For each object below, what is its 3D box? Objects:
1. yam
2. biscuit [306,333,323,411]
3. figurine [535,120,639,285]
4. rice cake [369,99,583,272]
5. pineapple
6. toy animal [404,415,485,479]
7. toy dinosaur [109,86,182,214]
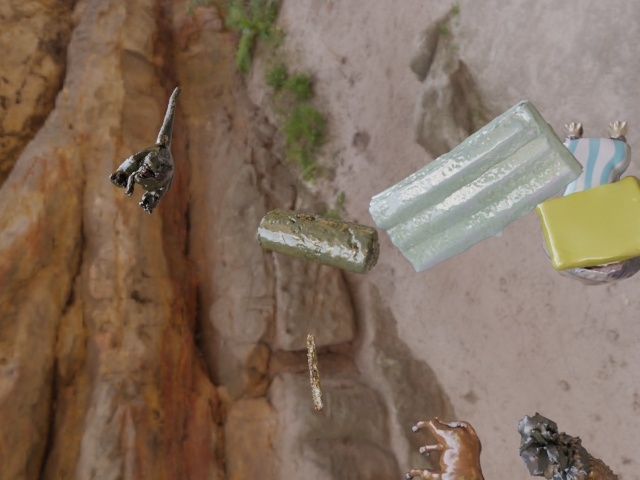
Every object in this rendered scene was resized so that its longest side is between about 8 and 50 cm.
[{"bbox_3d":[0.000,0.000,1.018,0.078,0.179,0.078,12,-90,-74],"label":"yam"},{"bbox_3d":[-0.015,0.357,1.776,0.126,0.025,0.206,88,175,-57],"label":"biscuit"},{"bbox_3d":[0.682,-0.058,1.703,0.377,0.266,0.362,36,-121,-67],"label":"figurine"},{"bbox_3d":[0.186,-0.060,0.825,0.237,0.127,0.043,-35,17,22],"label":"rice cake"},{"bbox_3d":[0.433,0.397,1.193,0.111,0.237,0.119,-45,17,1],"label":"pineapple"},{"bbox_3d":[0.208,0.380,0.993,0.229,0.066,0.224,-8,64,52],"label":"toy animal"},{"bbox_3d":[-0.220,-0.127,1.001,0.179,0.087,0.187,-49,29,-5],"label":"toy dinosaur"}]
